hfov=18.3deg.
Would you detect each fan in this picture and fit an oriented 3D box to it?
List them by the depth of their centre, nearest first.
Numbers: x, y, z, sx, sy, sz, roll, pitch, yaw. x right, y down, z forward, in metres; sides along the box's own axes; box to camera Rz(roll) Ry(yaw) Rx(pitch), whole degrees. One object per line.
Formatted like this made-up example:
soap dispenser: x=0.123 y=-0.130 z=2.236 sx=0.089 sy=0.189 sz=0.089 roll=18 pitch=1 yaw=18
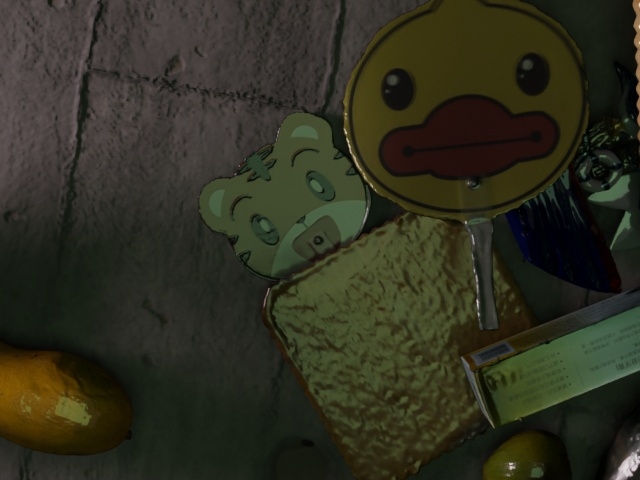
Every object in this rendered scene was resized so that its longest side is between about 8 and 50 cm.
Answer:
fan: x=0.135 y=-0.082 z=1.816 sx=0.230 sy=0.011 sz=0.335 roll=-6 pitch=78 yaw=10
fan: x=0.000 y=0.000 z=1.887 sx=0.152 sy=0.008 sz=0.226 roll=-38 pitch=100 yaw=5

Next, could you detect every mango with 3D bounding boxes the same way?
mango: x=-0.265 y=0.147 z=1.870 sx=0.190 sy=0.075 sz=0.098 roll=22 pitch=84 yaw=-3

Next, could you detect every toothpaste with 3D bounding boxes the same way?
toothpaste: x=0.290 y=0.084 z=1.870 sx=0.313 sy=0.089 sz=0.071 roll=-22 pitch=97 yaw=-1

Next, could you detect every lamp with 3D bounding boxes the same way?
lamp: x=0.341 y=0.185 z=1.894 sx=0.101 sy=0.101 sz=0.250 roll=40 pitch=100 yaw=-9

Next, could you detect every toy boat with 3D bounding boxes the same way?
toy boat: x=0.308 y=-0.057 z=1.873 sx=0.318 sy=0.072 sz=0.219 roll=2 pitch=98 yaw=-13

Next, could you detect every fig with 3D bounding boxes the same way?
fig: x=0.196 y=0.220 z=1.910 sx=0.088 sy=0.074 sz=0.074 roll=-9 pitch=102 yaw=17

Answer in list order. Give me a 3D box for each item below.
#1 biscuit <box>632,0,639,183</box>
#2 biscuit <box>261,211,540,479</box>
biscuit: x=0.363 y=-0.120 z=1.819 sx=0.160 sy=0.030 sz=0.249 roll=-10 pitch=110 yaw=-16
biscuit: x=0.089 y=0.097 z=1.900 sx=0.232 sy=0.013 sz=0.237 roll=-29 pitch=104 yaw=2
